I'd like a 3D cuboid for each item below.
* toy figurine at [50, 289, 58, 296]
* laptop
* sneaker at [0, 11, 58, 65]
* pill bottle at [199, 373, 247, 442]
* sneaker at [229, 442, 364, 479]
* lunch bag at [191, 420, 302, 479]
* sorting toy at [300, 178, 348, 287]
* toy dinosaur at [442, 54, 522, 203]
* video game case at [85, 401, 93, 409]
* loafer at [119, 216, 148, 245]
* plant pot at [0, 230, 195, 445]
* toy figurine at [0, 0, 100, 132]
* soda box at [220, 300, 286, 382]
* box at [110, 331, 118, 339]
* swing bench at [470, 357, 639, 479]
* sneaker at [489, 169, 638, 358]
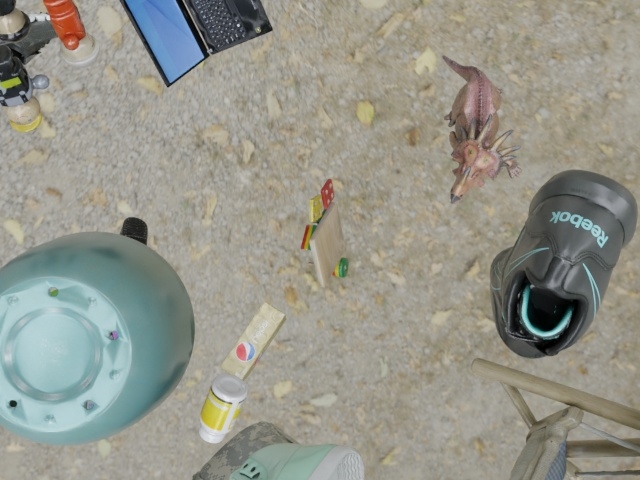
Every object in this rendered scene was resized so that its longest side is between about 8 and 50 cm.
[{"bbox_3d":[-0.621,0.147,1.923,0.159,0.173,0.130,-38,94,22],"label":"toy figurine"},{"bbox_3d":[-0.279,-0.522,1.703,0.264,0.136,0.234,-18,122,13],"label":"laptop"},{"bbox_3d":[-0.605,-0.416,1.531,0.078,0.234,0.106,3,104,34],"label":"sneaker"},{"bbox_3d":[-0.174,0.297,1.298,0.065,0.065,0.116,16,116,-14],"label":"pill bottle"},{"bbox_3d":[-0.072,0.334,0.879,0.151,0.256,0.094,-7,108,40],"label":"sneaker"},{"bbox_3d":[-0.085,0.484,1.328,0.212,0.305,0.256,41,76,-33],"label":"lunch bag"},{"bbox_3d":[0.000,0.000,1.567,0.046,0.132,0.274,7,133,22],"label":"sorting toy"},{"bbox_3d":[0.276,-0.210,1.301,0.127,0.200,0.295,-9,82,14],"label":"toy dinosaur"},{"bbox_3d":[-0.687,0.327,1.931,0.035,0.248,0.275,-38,123,18],"label":"video game case"},{"bbox_3d":[-0.451,0.052,1.746,0.080,0.220,0.078,19,142,-21],"label":"loafer"},{"bbox_3d":[-0.321,0.133,0.965,0.293,0.235,0.292,0,90,-5],"label":"plant pot"},{"bbox_3d":[-0.455,-0.282,1.072,0.213,0.209,0.148,21,155,12],"label":"toy figurine"},{"bbox_3d":[-0.152,0.233,1.699,0.061,0.058,0.181,32,77,9],"label":"soda box"},{"bbox_3d":[-0.426,0.120,1.488,0.057,0.293,0.200,-12,86,-24],"label":"box"},{"bbox_3d":[0.225,0.266,0.695,0.253,0.255,0.165,-50,119,-29],"label":"swing bench"},{"bbox_3d":[0.185,0.049,0.639,0.101,0.106,0.267,22,153,18],"label":"sneaker"}]
